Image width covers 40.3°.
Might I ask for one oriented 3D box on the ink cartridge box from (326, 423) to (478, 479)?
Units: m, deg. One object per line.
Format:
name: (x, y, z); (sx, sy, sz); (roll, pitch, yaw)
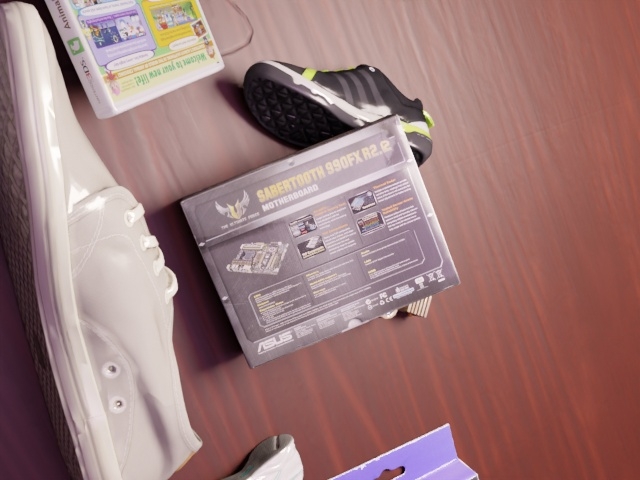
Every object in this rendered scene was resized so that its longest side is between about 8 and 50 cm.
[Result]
ink cartridge box: (0.101, 0.346, 1.004); (0.206, 0.045, 0.208); (-19, 100, -27)

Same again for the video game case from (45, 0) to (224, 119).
video game case: (-0.172, -0.222, 0.770); (0.193, 0.023, 0.212); (69, 25, -13)

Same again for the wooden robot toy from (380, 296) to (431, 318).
wooden robot toy: (0.060, 0.043, 0.948); (0.173, 0.079, 0.076); (39, 74, -24)

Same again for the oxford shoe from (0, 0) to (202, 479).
oxford shoe: (-0.197, 0.021, 0.757); (0.130, 0.169, 0.449); (-18, 108, -25)

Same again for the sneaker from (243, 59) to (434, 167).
sneaker: (0.022, -0.148, 0.935); (0.235, 0.084, 0.097); (21, 58, -29)

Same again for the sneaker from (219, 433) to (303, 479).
sneaker: (-0.077, 0.266, 0.896); (0.152, 0.054, 0.061); (-32, 110, -25)

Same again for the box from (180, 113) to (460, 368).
box: (0.000, 0.000, 0.871); (0.231, 0.056, 0.183); (-23, 99, -2)
